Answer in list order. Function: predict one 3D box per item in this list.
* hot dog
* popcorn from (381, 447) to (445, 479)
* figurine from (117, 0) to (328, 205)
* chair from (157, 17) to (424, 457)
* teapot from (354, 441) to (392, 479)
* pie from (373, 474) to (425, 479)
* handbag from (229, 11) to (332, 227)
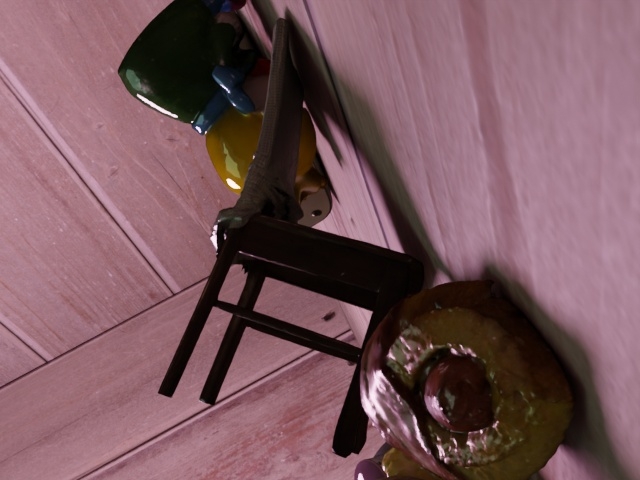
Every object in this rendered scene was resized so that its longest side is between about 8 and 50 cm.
[{"bbox_3d":[0.075,0.093,0.518,0.123,0.093,0.261,57,175,13],"label":"hot dog"},{"bbox_3d":[0.123,0.233,0.764,0.145,0.126,0.126,35,-166,-3],"label":"popcorn"},{"bbox_3d":[-0.076,-0.147,0.870,0.234,0.185,0.127,33,135,-4],"label":"figurine"},{"bbox_3d":[0.000,0.000,0.706,0.186,0.319,0.160,16,170,11],"label":"chair"},{"bbox_3d":[0.122,0.300,1.048,0.148,0.146,0.116,23,120,51],"label":"teapot"},{"bbox_3d":[0.124,0.293,0.513,0.339,0.077,0.339,48,153,36],"label":"pie"},{"bbox_3d":[-0.076,-0.177,1.111,0.241,0.109,0.315,67,-172,-49],"label":"handbag"}]
